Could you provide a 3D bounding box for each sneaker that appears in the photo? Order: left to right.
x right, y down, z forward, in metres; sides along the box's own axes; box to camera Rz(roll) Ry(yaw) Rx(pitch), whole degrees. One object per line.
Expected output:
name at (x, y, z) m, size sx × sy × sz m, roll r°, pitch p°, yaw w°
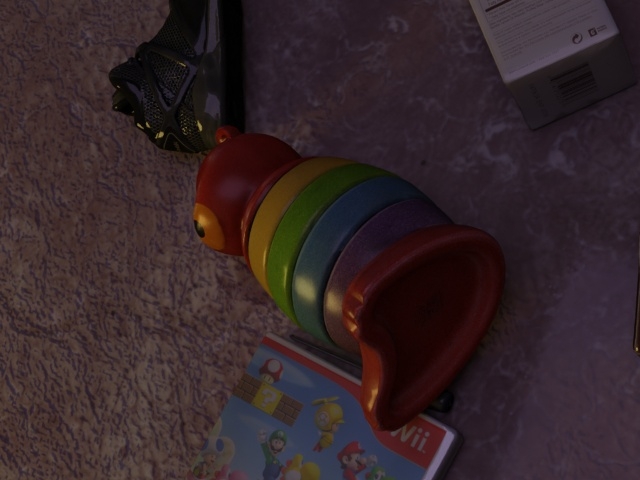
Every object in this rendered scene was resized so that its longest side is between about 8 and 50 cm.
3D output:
sneaker at (-0.141, -0.191, 1.395) m, size 0.130 × 0.087 × 0.227 m, roll -4°, pitch 75°, yaw 14°

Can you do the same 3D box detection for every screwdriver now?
screwdriver at (0.042, 0.112, 1.258) m, size 0.170 × 0.025 × 0.024 m, roll 20°, pitch 80°, yaw 35°

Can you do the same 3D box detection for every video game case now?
video game case at (-0.032, 0.244, 1.232) m, size 0.204 × 0.025 × 0.285 m, roll 26°, pitch 82°, yaw 27°

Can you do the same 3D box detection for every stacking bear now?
stacking bear at (0.000, 0.000, 1.238) m, size 0.164 × 0.175 × 0.289 m, roll -37°, pitch 48°, yaw -24°

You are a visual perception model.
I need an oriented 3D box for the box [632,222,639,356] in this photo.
box at (0.433, 0.012, 1.052) m, size 0.381 × 0.143 × 0.191 m, roll 2°, pitch 75°, yaw 25°

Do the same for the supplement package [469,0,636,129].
supplement package at (0.187, -0.208, 1.262) m, size 0.105 × 0.105 × 0.179 m, roll -24°, pitch 64°, yaw 12°
